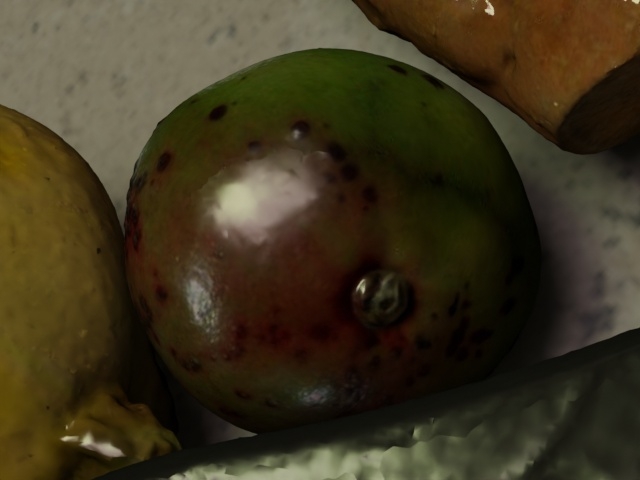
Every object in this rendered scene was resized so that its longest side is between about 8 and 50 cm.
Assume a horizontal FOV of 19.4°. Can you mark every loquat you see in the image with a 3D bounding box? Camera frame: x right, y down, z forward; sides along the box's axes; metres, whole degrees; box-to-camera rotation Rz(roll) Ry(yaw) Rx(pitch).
[{"bbox_3d":[-0.126,0.040,0.607,0.204,0.149,0.172,18,74,26],"label":"loquat"}]

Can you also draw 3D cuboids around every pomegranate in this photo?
[{"bbox_3d":[0.001,0.004,0.562,0.130,0.130,0.130,-15,61,28],"label":"pomegranate"}]

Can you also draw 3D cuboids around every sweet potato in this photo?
[{"bbox_3d":[0.045,-0.098,0.597,0.252,0.097,0.097,35,89,43],"label":"sweet potato"}]

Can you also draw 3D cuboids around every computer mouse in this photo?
[{"bbox_3d":[0.054,0.083,0.474,0.264,0.147,0.088,-22,68,27],"label":"computer mouse"}]
